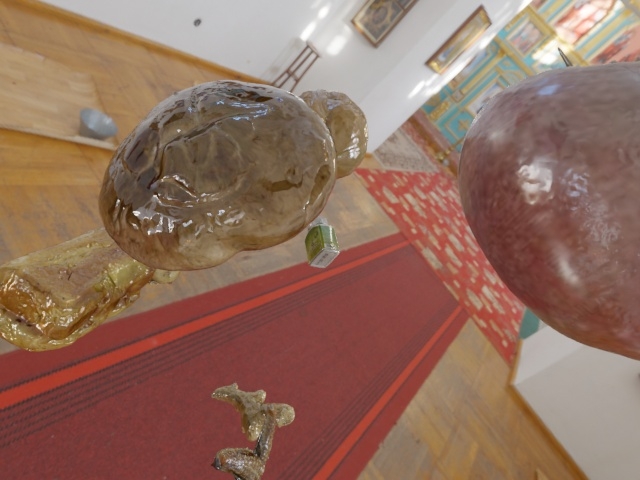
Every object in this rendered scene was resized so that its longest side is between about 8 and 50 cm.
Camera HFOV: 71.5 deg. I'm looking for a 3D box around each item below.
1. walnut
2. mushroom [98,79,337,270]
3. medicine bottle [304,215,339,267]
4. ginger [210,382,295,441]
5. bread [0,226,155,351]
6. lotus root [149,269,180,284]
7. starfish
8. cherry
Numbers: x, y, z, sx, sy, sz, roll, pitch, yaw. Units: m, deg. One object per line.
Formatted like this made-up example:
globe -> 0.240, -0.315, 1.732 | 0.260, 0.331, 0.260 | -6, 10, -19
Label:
walnut -> -0.005, -0.384, 1.632 | 0.355, 0.307, 0.397 | 1, 39, -10
mushroom -> -0.122, -0.081, 0.515 | 0.146, 0.279, 0.278 | 72, -5, -56
medicine bottle -> 0.000, 0.000, 1.815 | 0.088, 0.132, 0.188 | 10, 50, -29
ginger -> -0.222, 0.543, 1.427 | 0.334, 0.147, 0.081 | 14, -16, 42
bread -> -0.512, 0.097, 0.943 | 0.195, 0.148, 0.344 | 37, 18, 0
lotus root -> -0.500, 0.008, 1.289 | 0.146, 0.160, 0.283 | -113, -167, -69
starfish -> -0.109, 0.336, 0.646 | 0.057, 0.213, 0.238 | 27, -13, 16
cherry -> 0.266, -0.037, 0.414 | 0.262, 0.221, 0.307 | -8, 77, -12
